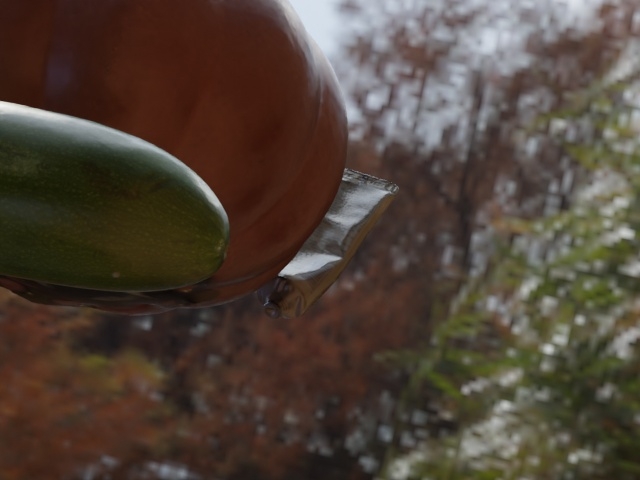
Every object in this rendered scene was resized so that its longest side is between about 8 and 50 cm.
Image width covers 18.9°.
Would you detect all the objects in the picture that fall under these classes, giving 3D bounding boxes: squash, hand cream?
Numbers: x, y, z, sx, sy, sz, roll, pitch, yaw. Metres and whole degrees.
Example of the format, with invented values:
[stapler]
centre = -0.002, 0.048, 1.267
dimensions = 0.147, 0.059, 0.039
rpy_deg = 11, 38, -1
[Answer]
[squash]
centre = -0.182, -0.029, 0.896
dimensions = 0.082, 0.293, 0.082
rpy_deg = 8, -90, -79
[hand cream]
centre = 0.000, 0.000, 1.319
dimensions = 0.165, 0.057, 0.037
rpy_deg = -55, -22, -47

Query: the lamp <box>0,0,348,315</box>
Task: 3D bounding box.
[lamp]
centre = -0.131, -0.088, 1.164
dimensions = 0.305, 0.305, 0.239
rpy_deg = 68, -149, -64
